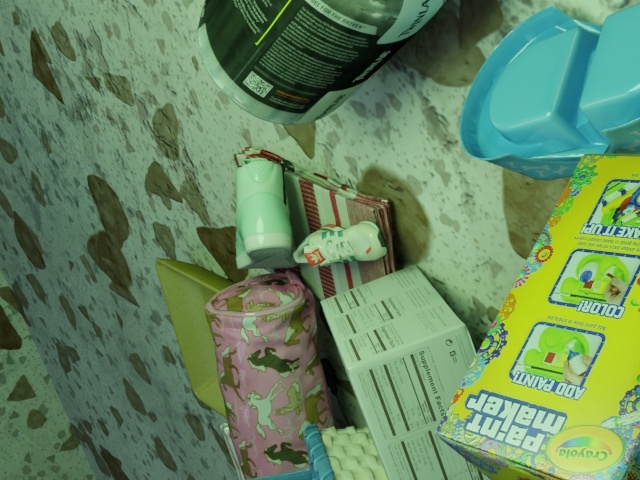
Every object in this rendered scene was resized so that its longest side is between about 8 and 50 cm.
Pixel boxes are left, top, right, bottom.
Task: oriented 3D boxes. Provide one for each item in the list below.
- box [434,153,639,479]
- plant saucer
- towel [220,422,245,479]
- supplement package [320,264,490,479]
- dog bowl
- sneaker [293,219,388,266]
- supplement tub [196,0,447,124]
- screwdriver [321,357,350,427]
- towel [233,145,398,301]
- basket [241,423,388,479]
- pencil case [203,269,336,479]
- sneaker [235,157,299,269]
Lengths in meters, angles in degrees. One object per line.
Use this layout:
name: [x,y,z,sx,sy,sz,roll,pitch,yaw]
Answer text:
box: [0.295,0.126,0.813,0.290,0.279,0.177,43,160,-33]
plant saucer: [-0.147,0.199,1.809,0.333,0.081,0.332,22,133,45]
towel: [-0.073,0.380,1.731,0.197,0.029,0.144,-3,119,24]
supplement package: [0.114,0.177,1.245,0.262,0.145,0.204,-115,4,-75]
dog bowl: [0.249,-0.139,0.880,0.074,0.165,0.297,30,159,-26]
sneaker: [0.023,0.014,1.330,0.161,0.075,0.057,1,118,58]
supplement tub: [0.012,-0.276,1.051,0.207,0.207,0.338,58,150,2]
screwdriver: [0.027,0.270,1.676,0.025,0.024,0.169,-4,119,24]
towel: [0.000,0.000,1.473,0.329,0.037,0.237,26,137,45]
basket: [0.004,0.372,1.347,0.255,0.289,0.201,-109,12,-75]
pencil case: [-0.063,0.243,1.558,0.160,0.167,0.385,5,115,42]
sneaker: [-0.080,-0.039,1.458,0.256,0.094,0.151,119,147,-77]
